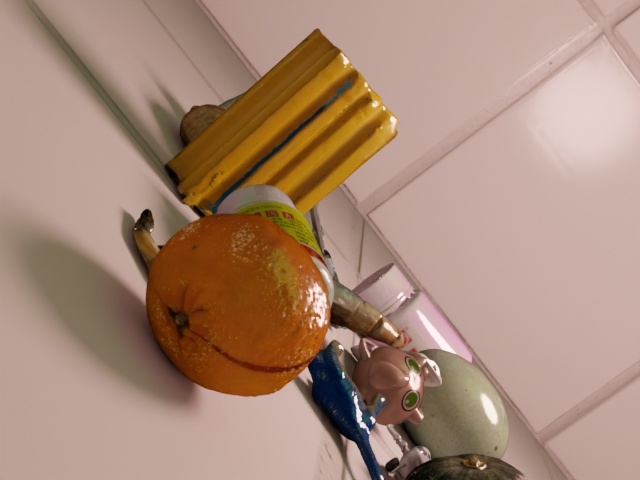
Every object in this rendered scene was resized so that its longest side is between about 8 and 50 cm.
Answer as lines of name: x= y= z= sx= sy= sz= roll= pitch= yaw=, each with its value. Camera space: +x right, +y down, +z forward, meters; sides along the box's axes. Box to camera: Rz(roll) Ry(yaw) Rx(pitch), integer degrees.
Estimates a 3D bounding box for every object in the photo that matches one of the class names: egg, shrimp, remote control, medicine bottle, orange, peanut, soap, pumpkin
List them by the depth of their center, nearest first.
orange: x=-0.087 y=0.066 z=1.099 sx=0.193 sy=0.193 sz=0.161 roll=53 pitch=42 yaw=1
shrimp: x=-0.164 y=0.022 z=1.317 sx=0.150 sy=0.051 sz=0.217 roll=44 pitch=13 yaw=-9
pumpkin: x=0.196 y=0.359 z=1.435 sx=0.190 sy=0.190 sz=0.146 roll=-99 pitch=-179 yaw=-73
medicine bottle: x=-0.070 y=0.026 z=1.488 sx=0.139 sy=0.139 sz=0.225 roll=48 pitch=10 yaw=-31
soap: x=-0.057 y=-0.143 z=1.664 sx=0.204 sy=0.324 sz=0.096 roll=46 pitch=5 yaw=-44
shrimp: x=0.008 y=0.090 z=1.752 sx=0.289 sy=0.075 sz=0.178 roll=24 pitch=-5 yaw=-17
remote control: x=0.127 y=0.204 z=1.840 sx=0.073 sy=0.044 sz=0.229 roll=57 pitch=-27 yaw=-17
peanut: x=-0.171 y=-0.157 z=1.848 sx=0.120 sy=0.110 sz=0.236 roll=18 pitch=21 yaw=-38
egg: x=0.228 y=0.297 z=1.893 sx=0.236 sy=0.169 sz=0.169 roll=52 pitch=7 yaw=18
medicine bottle: x=0.171 y=0.180 z=2.153 sx=0.254 sy=0.152 sz=0.152 roll=52 pitch=8 yaw=-3

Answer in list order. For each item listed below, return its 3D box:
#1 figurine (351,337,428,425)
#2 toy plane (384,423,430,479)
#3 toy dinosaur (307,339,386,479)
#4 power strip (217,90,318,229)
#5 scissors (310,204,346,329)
figurine: x=0.107 y=0.225 z=1.694 sx=0.138 sy=0.125 sz=0.125 roll=29 pitch=21 yaw=-36
toy plane: x=0.132 y=0.328 z=1.562 sx=0.162 sy=0.065 sz=0.171 roll=57 pitch=-3 yaw=24
toy dinosaur: x=0.024 y=0.215 z=1.467 sx=0.247 sy=0.075 sz=0.188 roll=58 pitch=11 yaw=-11
power strip: x=-0.084 y=-0.155 z=1.996 sx=0.261 sy=0.141 sz=0.229 roll=55 pitch=-16 yaw=20
scissors: x=0.001 y=-0.001 z=1.883 sx=0.360 sy=0.029 sz=0.191 roll=84 pitch=-16 yaw=-44
